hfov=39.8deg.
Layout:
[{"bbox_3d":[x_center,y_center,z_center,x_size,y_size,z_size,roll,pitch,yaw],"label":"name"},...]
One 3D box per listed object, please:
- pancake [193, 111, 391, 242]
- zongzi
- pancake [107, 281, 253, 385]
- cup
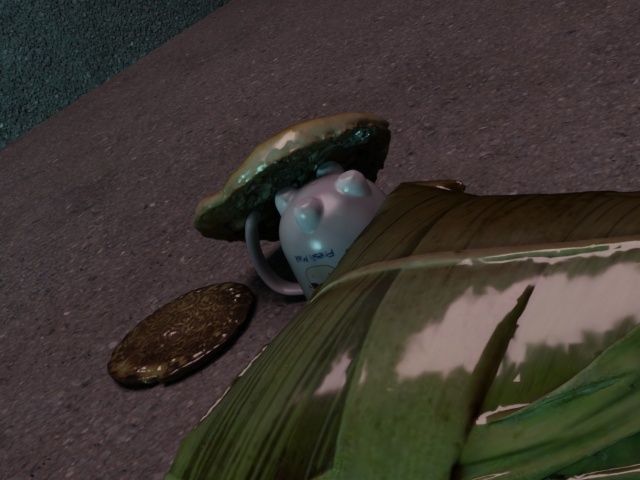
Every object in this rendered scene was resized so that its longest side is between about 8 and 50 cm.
[{"bbox_3d":[-0.026,-0.067,1.075,0.282,0.049,0.282,-26,-15,-8],"label":"pancake"},{"bbox_3d":[0.130,0.152,0.507,0.500,0.218,0.467,1,42,48],"label":"zongzi"},{"bbox_3d":[-0.170,0.112,1.085,0.199,0.021,0.199,-21,26,11],"label":"pancake"},{"bbox_3d":[0.010,-0.007,0.998,0.134,0.142,0.173,-40,27,-26],"label":"cup"}]
